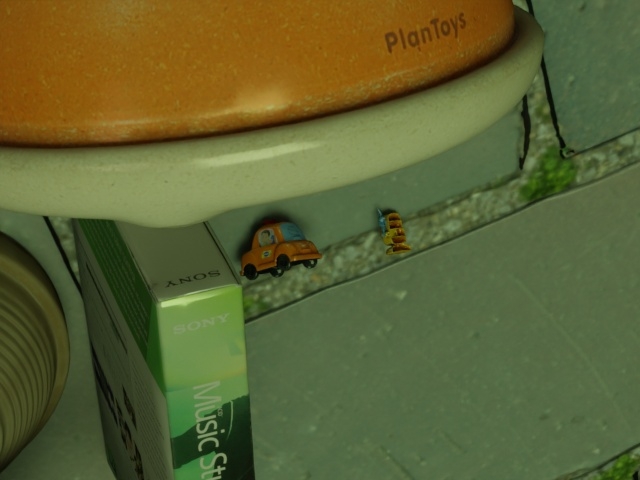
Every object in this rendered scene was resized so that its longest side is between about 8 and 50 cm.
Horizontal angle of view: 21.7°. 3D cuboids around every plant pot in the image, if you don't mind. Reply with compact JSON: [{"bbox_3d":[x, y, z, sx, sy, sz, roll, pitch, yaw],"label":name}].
[{"bbox_3d":[-0.279,0.105,1.113,0.237,0.110,0.237,-10,126,-14],"label":"plant pot"}]

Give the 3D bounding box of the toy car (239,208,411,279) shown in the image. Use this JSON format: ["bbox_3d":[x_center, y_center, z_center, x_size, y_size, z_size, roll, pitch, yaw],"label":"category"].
[{"bbox_3d":[0.000,0.000,1.200,0.122,0.060,0.041,-9,84,-35],"label":"toy car"}]

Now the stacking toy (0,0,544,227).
[{"bbox_3d":[-0.077,-0.274,0.847,0.350,0.350,0.480,-11,109,-12],"label":"stacking toy"}]

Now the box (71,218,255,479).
[{"bbox_3d":[-0.102,0.095,1.092,0.058,0.232,0.322,-15,129,-15],"label":"box"}]
